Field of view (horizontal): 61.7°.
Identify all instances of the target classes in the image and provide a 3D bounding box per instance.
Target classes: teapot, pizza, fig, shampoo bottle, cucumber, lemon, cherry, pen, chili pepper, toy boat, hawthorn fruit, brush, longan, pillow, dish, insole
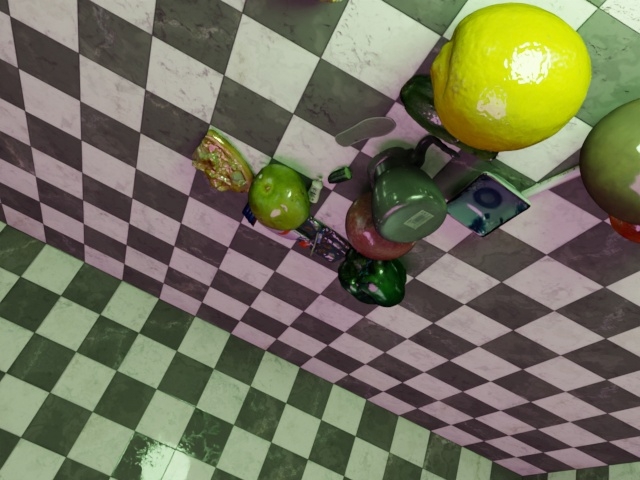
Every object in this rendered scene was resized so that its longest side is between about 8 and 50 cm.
[{"bbox_3d":[0.256,-0.185,1.628,0.223,0.285,0.305,-1,141,-15],"label":"teapot"},{"bbox_3d":[-0.381,-0.274,2.026,0.222,0.090,0.324,-6,137,31],"label":"pizza"},{"bbox_3d":[-0.115,-0.138,1.971,0.314,0.233,0.233,25,151,-39],"label":"fig"},{"bbox_3d":[-0.016,-0.191,1.970,0.048,0.034,0.141,30,146,1],"label":"shampoo bottle"},{"bbox_3d":[0.369,-0.343,1.477,0.325,0.105,0.145,29,147,-4],"label":"cucumber"},{"bbox_3d":[0.423,-0.363,1.216,0.347,0.348,0.348,15,146,11],"label":"lemon"},{"bbox_3d":[0.203,-0.047,1.826,0.261,0.307,0.221,37,118,17],"label":"cherry"},{"bbox_3d":[0.674,-0.163,1.606,0.033,0.033,0.269,36,145,-19],"label":"pen"},{"bbox_3d":[0.221,0.141,2.134,0.248,0.233,0.256,11,155,45],"label":"chili pepper"},{"bbox_3d":[-0.193,-0.070,2.210,0.219,0.072,0.318,-11,135,42],"label":"toy boat"},{"bbox_3d":[0.903,-0.071,1.491,0.179,0.179,0.200,-3,159,33],"label":"hawthorn fruit"},{"bbox_3d":[-0.014,0.008,2.192,0.029,0.033,0.179,10,145,-5],"label":"brush"},{"bbox_3d":[0.062,-0.224,1.868,0.105,0.048,0.048,-12,133,44],"label":"cucumber"},{"bbox_3d":[0.790,-0.183,1.281,0.318,0.319,0.319,15,146,11],"label":"longan"},{"bbox_3d":[0.002,0.000,2.230,0.255,0.034,0.189,35,143,-15],"label":"pillow"},{"bbox_3d":[0.524,-0.129,1.691,0.181,0.080,0.243,34,148,-5],"label":"dish"},{"bbox_3d":[0.136,-0.344,1.694,0.231,0.003,0.080,-12,133,41],"label":"insole"}]

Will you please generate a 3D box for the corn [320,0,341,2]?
[{"bbox_3d":[-0.068,-0.654,1.309,0.288,0.087,0.087,21,147,6],"label":"corn"}]
